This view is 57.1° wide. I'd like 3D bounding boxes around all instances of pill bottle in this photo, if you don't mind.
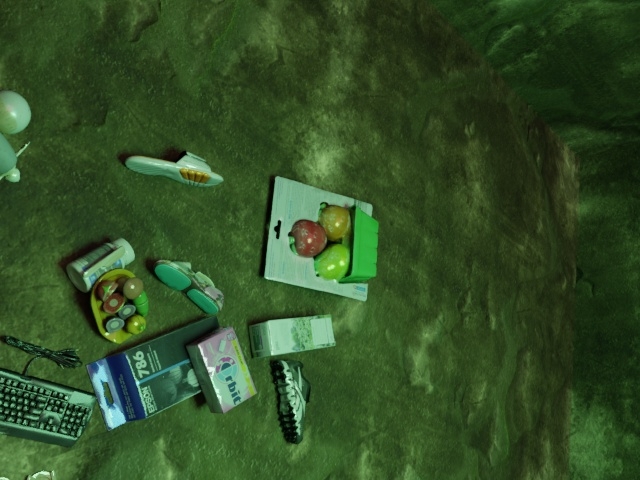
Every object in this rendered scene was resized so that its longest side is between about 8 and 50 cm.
[{"bbox_3d":[-0.504,0.053,1.358,0.137,0.078,0.078,-40,105,-40],"label":"pill bottle"}]

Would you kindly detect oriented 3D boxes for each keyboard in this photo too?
[{"bbox_3d":[-0.618,0.298,1.221,0.317,0.033,0.201,28,60,-33],"label":"keyboard"}]

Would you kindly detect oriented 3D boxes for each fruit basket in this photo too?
[{"bbox_3d":[0.000,0.000,1.795,0.353,0.165,0.326,12,69,-22],"label":"fruit basket"}]

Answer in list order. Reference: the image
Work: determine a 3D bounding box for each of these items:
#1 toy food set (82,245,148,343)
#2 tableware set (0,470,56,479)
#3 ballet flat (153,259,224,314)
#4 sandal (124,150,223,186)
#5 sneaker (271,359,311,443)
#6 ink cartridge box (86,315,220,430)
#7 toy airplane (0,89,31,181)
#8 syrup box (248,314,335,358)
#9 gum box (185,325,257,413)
[{"bbox_3d":[-0.446,0.138,1.334,0.128,0.071,0.217,-36,127,-43],"label":"toy food set"},{"bbox_3d":[-0.606,0.537,1.169,0.169,0.020,0.140,14,69,-38],"label":"tableware set"},{"bbox_3d":[-0.333,0.104,1.507,0.221,0.077,0.079,43,35,-30],"label":"ballet flat"},{"bbox_3d":[-0.371,-0.203,1.533,0.265,0.102,0.076,12,73,-37],"label":"sandal"},{"bbox_3d":[-0.064,0.440,1.633,0.106,0.078,0.234,-4,78,-39],"label":"sneaker"},{"bbox_3d":[-0.371,0.310,1.413,0.333,0.065,0.165,-20,92,-42],"label":"ink cartridge box"},{"bbox_3d":[-0.684,-0.245,1.081,0.273,0.384,0.385,-20,90,-33],"label":"toy airplane"},{"bbox_3d":[-0.078,0.269,1.658,0.237,0.096,0.093,0,76,-41],"label":"syrup box"},{"bbox_3d":[-0.244,0.312,1.440,0.107,0.062,0.188,-23,94,-43],"label":"gum box"}]
